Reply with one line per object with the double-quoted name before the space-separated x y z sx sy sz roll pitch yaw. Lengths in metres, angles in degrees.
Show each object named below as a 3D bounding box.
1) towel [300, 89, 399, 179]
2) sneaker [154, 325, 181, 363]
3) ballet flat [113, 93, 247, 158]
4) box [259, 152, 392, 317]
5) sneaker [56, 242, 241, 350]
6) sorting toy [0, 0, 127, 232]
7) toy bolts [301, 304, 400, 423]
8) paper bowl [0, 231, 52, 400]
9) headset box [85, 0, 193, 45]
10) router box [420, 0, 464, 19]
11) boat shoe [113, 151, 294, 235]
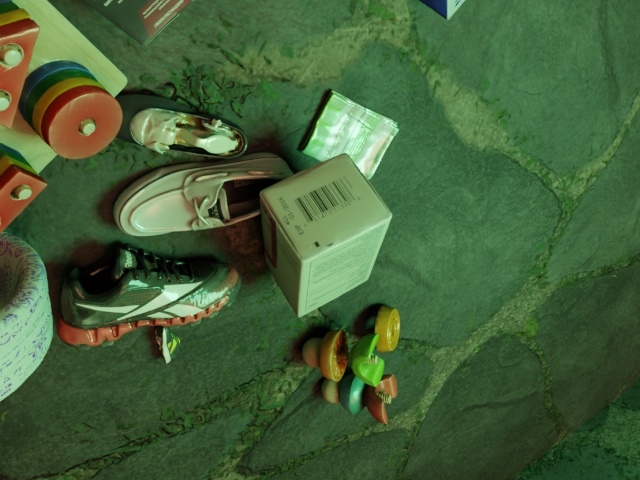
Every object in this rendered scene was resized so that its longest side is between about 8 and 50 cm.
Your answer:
"towel" 0.052 -0.169 0.860 0.152 0.023 0.113 16 109 -38
"sneaker" -0.258 0.169 0.882 0.035 0.031 0.083 -24 134 -35
"ballet flat" -0.187 -0.146 0.693 0.203 0.074 0.074 6 115 -35
"box" 0.000 0.000 0.805 0.148 0.127 0.232 -27 159 -16
"sneaker" -0.248 0.066 0.771 0.276 0.097 0.135 -12 126 -24
"sorting toy" -0.335 -0.123 0.516 0.255 0.089 0.257 -46 163 -2
"toy bolts" 0.071 0.256 1.106 0.218 0.158 0.228 -52 137 -52
"paper bowl" -0.442 0.106 0.550 0.284 0.284 0.148 -8 123 -28
"headset box" -0.188 -0.343 0.477 0.218 0.110 0.293 -26 140 31
"router box" 0.219 -0.480 0.614 0.301 0.082 0.335 -50 166 5
"boat shoe" -0.158 -0.058 0.755 0.267 0.088 0.096 -15 126 -24
